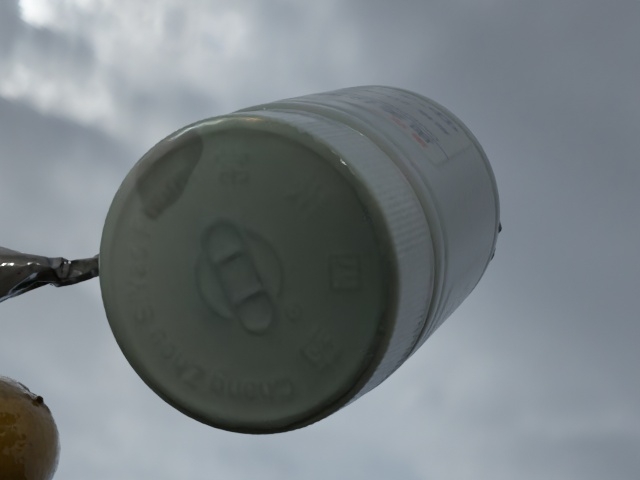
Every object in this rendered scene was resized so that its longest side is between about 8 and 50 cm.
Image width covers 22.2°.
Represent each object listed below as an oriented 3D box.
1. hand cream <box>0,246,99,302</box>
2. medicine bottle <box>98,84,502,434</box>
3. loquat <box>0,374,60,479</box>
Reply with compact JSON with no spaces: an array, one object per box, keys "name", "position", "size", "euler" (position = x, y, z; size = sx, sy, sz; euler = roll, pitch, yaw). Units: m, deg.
[{"name":"hand cream","position":[-0.168,0.002,1.228],"size":[0.084,0.257,0.050],"euler":[-22,-95,69]},{"name":"medicine bottle","position":[0.000,0.000,1.052],"size":[0.189,0.332,0.190],"euler":[2,-82,15]},{"name":"loquat","position":[-0.280,0.170,1.323],"size":[0.141,0.141,0.141],"euler":[15,-36,11]}]
